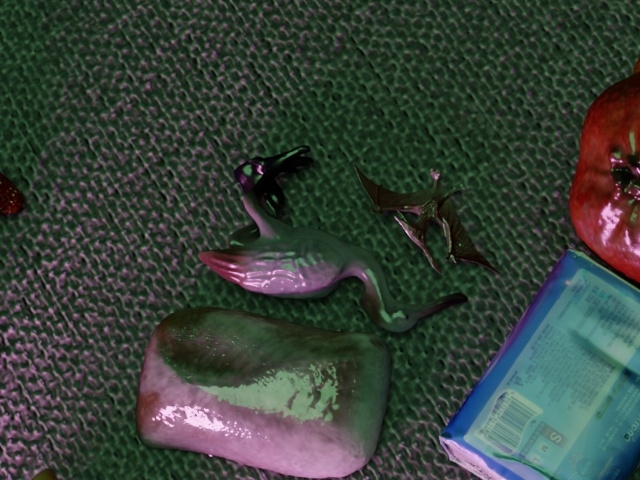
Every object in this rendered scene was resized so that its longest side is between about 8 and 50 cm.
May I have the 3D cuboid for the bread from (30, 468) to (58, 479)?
[{"bbox_3d":[-0.331,0.381,1.718,0.160,0.140,0.169,-31,71,-7],"label":"bread"}]

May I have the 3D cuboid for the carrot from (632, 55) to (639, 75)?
[{"bbox_3d":[0.369,-0.127,1.802,0.043,0.043,0.248,16,75,14],"label":"carrot"}]

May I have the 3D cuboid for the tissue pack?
[{"bbox_3d":[0.286,0.178,1.667,0.198,0.146,0.263,33,80,15],"label":"tissue pack"}]

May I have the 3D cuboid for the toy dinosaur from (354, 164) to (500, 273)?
[{"bbox_3d":[0.132,-0.031,1.804,0.220,0.032,0.108,34,62,6],"label":"toy dinosaur"}]

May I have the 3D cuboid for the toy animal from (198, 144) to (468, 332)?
[{"bbox_3d":[-0.006,0.023,1.792,0.324,0.090,0.195,42,75,16],"label":"toy animal"}]

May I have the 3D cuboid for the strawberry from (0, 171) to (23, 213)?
[{"bbox_3d":[-0.419,-0.063,1.902,0.083,0.073,0.073,10,75,-1],"label":"strawberry"}]

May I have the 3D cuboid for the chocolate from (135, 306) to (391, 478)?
[{"bbox_3d":[-0.072,0.172,1.760,0.303,0.100,0.185,8,72,9],"label":"chocolate"}]

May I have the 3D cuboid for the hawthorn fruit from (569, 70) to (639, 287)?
[{"bbox_3d":[0.449,-0.073,1.665,0.287,0.330,0.287,8,100,50],"label":"hawthorn fruit"}]
